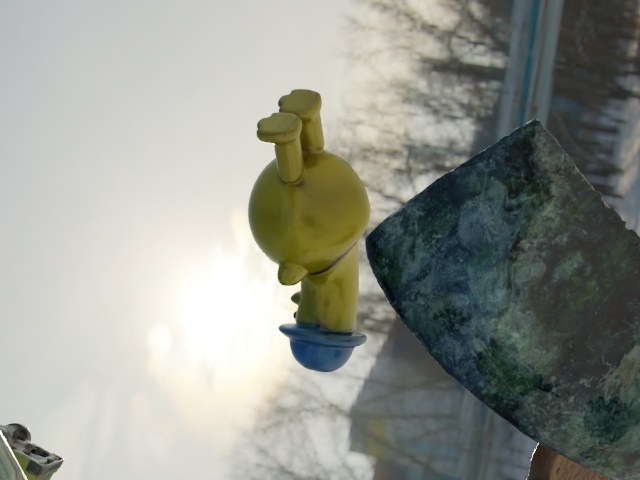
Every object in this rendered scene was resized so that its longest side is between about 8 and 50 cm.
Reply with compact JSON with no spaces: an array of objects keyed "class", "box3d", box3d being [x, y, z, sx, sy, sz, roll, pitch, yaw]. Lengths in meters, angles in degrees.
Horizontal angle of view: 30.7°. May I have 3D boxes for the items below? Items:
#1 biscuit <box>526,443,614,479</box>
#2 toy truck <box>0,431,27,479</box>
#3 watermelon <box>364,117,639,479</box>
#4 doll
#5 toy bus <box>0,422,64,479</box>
[{"class":"biscuit","box3d":[0.310,0.246,1.352,0.295,0.044,0.186,-47,-49,-11]},{"class":"toy truck","box3d":[-0.219,0.144,0.481,0.108,0.140,0.257,65,-153,-12]},{"class":"watermelon","box3d":[0.196,0.032,0.838,0.148,0.318,0.226,-49,18,27]},{"class":"doll","box3d":[0.000,0.000,1.383,0.199,0.145,0.363,-52,-37,-43]},{"class":"toy bus","box3d":[-0.351,0.210,1.144,0.101,0.175,0.088,-62,-5,-4]}]
